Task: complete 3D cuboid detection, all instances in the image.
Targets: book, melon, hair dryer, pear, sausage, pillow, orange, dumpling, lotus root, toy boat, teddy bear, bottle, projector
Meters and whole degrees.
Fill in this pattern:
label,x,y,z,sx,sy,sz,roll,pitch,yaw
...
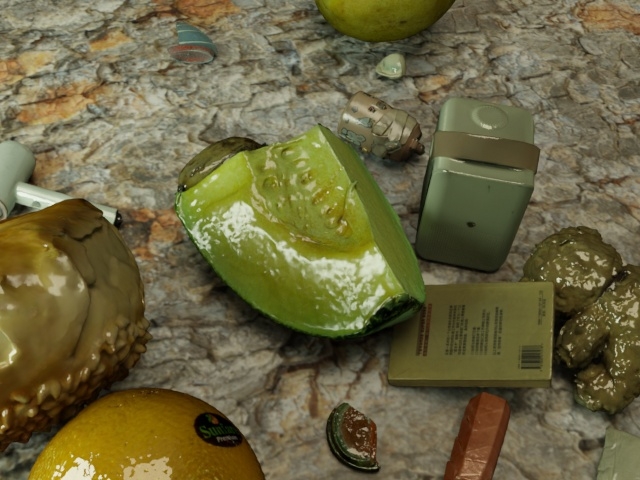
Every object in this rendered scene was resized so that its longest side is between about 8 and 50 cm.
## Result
label,x,y,z,sx,sy,sz,roll,pitch,yaw
book,0.215,0.134,1.315,0.230,0.026,0.161,-2,55,21
melon,0.000,0.000,1.357,0.331,0.226,0.344,-12,64,-31
hair dryer,-0.418,-0.072,1.443,0.236,0.073,0.131,15,48,0
pear,0.128,-0.522,1.766,0.303,0.304,0.304,4,49,-5
sausage,0.207,0.285,1.234,0.065,0.065,0.169,21,48,9
pillow,0.422,0.361,1.212,0.148,0.050,0.230,19,49,16
orange,-0.190,0.301,1.029,0.274,0.274,0.274,4,49,-5
dumpling,0.135,-0.333,1.770,0.059,0.043,0.077,-5,65,8
lotus root,-0.159,-0.116,1.509,0.179,0.089,0.080,-28,22,-26
toy boat,-0.246,-0.387,1.761,0.096,0.034,0.122,1,48,-15
teddy bear,0.413,0.092,1.372,0.256,0.156,0.267,38,56,24
bottle,0.113,-0.191,1.610,0.152,0.099,0.099,30,52,12
projector,0.244,-0.096,1.449,0.163,0.242,0.177,9,50,2

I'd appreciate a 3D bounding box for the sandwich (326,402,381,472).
label,x,y,z,sx,sy,sz,roll,pitch,yaw
sandwich,0.044,0.265,1.249,0.069,0.026,0.101,0,49,-7

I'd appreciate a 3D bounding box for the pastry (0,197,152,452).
label,x,y,z,sx,sy,sz,roll,pitch,yaw
pastry,-0.390,0.112,1.110,0.409,0.245,0.409,-19,12,4
